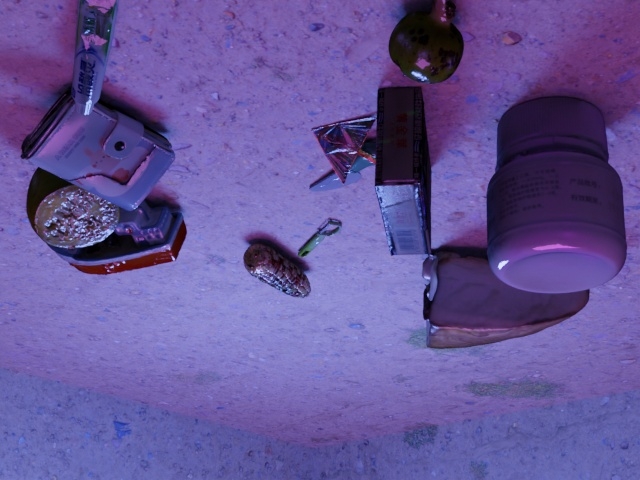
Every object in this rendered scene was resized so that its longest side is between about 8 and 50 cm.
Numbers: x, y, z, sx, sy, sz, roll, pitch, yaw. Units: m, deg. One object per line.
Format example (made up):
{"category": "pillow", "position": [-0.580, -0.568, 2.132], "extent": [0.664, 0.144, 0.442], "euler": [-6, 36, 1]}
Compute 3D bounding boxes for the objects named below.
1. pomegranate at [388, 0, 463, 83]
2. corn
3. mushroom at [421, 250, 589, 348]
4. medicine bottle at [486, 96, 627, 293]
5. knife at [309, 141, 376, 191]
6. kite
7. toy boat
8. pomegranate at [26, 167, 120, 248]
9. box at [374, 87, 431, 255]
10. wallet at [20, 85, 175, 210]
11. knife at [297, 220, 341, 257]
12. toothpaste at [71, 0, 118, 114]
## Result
{"category": "pomegranate", "position": [0.172, -0.317, 1.501], "extent": [0.122, 0.122, 0.162], "euler": [10, 127, -16]}
{"category": "corn", "position": [-0.102, 0.079, 2.416], "extent": [0.086, 0.086, 0.253], "euler": [-11, 154, 28]}
{"category": "mushroom", "position": [0.449, 0.168, 2.382], "extent": [0.397, 0.224, 0.314], "euler": [0, 153, 5]}
{"category": "medicine bottle", "position": [0.421, -0.080, 1.746], "extent": [0.241, 0.302, 0.241], "euler": [3, 156, 1]}
{"category": "knife", "position": [0.059, -0.142, 1.985], "extent": [0.063, 0.035, 0.260], "euler": [15, 157, -23]}
{"category": "kite", "position": [0.054, -0.178, 1.866], "extent": [0.159, 0.010, 0.190], "euler": [22, 137, -3]}
{"category": "toy boat", "position": [-0.478, -0.011, 2.206], "extent": [0.331, 0.145, 0.133], "euler": [-9, 130, 20]}
{"category": "pomegranate", "position": [-0.499, -0.113, 1.977], "extent": [0.189, 0.159, 0.241], "euler": [13, 126, -37]}
{"category": "box", "position": [0.160, -0.119, 1.813], "extent": [0.084, 0.198, 0.310], "euler": [-1, 155, 10]}
{"category": "wallet", "position": [-0.415, -0.170, 1.834], "extent": [0.250, 0.075, 0.176], "euler": [29, 111, -40]}
{"category": "knife", "position": [0.000, -0.001, 2.313], "extent": [0.054, 0.015, 0.212], "euler": [5, 156, -24]}
{"category": "toothpaste", "position": [-0.378, -0.317, 1.601], "extent": [0.074, 0.048, 0.297], "euler": [9, 143, -14]}
